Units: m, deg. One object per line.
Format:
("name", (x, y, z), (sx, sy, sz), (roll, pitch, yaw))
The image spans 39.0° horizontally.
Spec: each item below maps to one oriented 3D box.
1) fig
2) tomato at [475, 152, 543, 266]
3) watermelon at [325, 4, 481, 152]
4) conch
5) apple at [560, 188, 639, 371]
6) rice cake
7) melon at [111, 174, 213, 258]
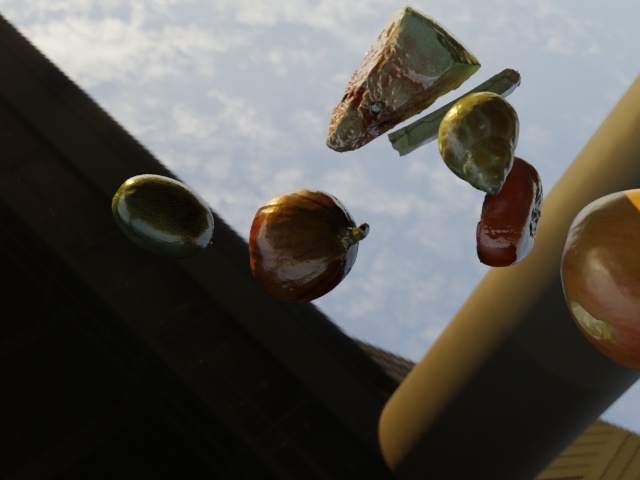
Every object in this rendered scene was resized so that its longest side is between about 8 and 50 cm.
("fig", (-0.006, -0.005, 1.234), (0.148, 0.202, 0.149), (32, -143, -52))
("tomato", (0.363, -0.054, 1.686), (0.085, 0.225, 0.225), (15, -147, 26))
("watermelon", (0.096, -0.227, 1.328), (0.154, 0.241, 0.094), (48, -162, 18))
("conch", (0.211, -0.135, 1.179), (0.106, 0.116, 0.173), (21, -163, 15))
("apple", (0.435, 0.054, 1.164), (0.241, 0.242, 0.242), (16, -153, 39))
("rice cake", (0.202, -0.192, 1.342), (0.038, 0.211, 0.124), (61, -170, 1))
("melon", (-0.227, -0.032, 1.334), (0.167, 0.114, 0.114), (32, -144, -29))
